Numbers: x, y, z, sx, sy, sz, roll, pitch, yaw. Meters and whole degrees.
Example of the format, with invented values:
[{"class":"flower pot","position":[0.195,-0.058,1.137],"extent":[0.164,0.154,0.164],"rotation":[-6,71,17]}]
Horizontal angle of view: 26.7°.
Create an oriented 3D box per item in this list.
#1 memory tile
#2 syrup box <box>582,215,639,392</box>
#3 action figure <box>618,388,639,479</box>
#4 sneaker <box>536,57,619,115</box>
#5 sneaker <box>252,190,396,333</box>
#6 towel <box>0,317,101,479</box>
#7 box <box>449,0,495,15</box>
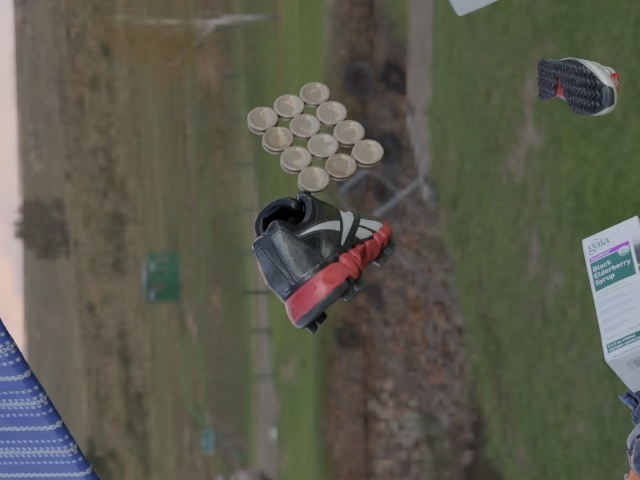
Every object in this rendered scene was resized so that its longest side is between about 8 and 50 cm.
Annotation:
[{"class":"memory tile","position":[-0.008,-0.120,1.578],"extent":[0.148,0.113,0.012],"rotation":[51,158,29]},{"class":"syrup box","position":[0.449,0.088,1.924],"extent":[0.096,0.093,0.237],"rotation":[45,-150,-37]},{"class":"action figure","position":[0.548,0.272,2.151],"extent":[0.341,0.178,0.330],"rotation":[37,114,62]},{"class":"sneaker","position":[0.286,-0.166,1.409],"extent":[0.161,0.075,0.057],"rotation":[-139,44,-71]},{"class":"sneaker","position":[0.000,0.000,1.478],"extent":[0.135,0.097,0.276],"rotation":[48,-158,0]},{"class":"towel","position":[-0.367,0.156,1.324],"extent":[0.040,0.243,0.336],"rotation":[-72,-29,-44]},{"class":"box","position":[0.254,-0.402,1.634],"extent":[0.121,0.148,0.311],"rotation":[58,-136,-13]}]
